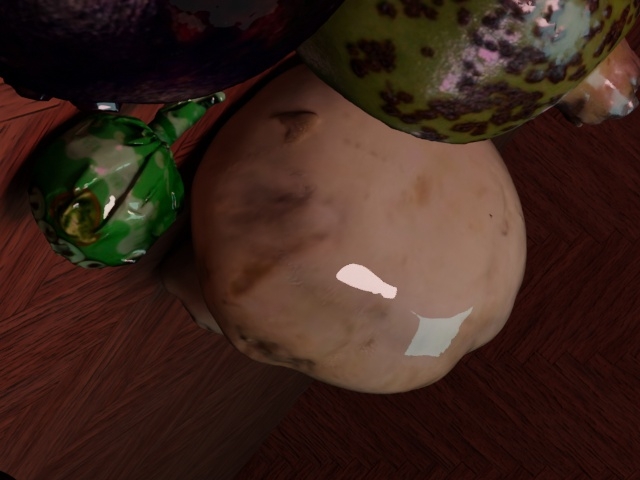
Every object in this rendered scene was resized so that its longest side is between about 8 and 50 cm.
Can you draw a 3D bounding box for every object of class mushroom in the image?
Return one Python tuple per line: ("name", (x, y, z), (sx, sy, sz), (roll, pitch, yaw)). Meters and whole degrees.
("mushroom", (0.000, 0.000, 1.242), (0.336, 0.314, 0.314), (-17, -161, 50))

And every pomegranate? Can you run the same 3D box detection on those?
("pomegranate", (0.100, -0.174, 0.877), (0.254, 0.270, 0.254), (-37, -158, 18))

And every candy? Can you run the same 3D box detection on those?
("candy", (-0.081, -0.103, 0.945), (0.323, 0.097, 0.097), (-52, 176, -37))

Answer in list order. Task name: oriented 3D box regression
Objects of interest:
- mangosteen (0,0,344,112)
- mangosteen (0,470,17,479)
("mangosteen", (-0.063, -0.157, 0.447), (0.194, 0.194, 0.230), (-35, 139, -55))
("mangosteen", (-0.305, 0.275, 1.210), (0.152, 0.152, 0.152), (-47, 171, -9))
